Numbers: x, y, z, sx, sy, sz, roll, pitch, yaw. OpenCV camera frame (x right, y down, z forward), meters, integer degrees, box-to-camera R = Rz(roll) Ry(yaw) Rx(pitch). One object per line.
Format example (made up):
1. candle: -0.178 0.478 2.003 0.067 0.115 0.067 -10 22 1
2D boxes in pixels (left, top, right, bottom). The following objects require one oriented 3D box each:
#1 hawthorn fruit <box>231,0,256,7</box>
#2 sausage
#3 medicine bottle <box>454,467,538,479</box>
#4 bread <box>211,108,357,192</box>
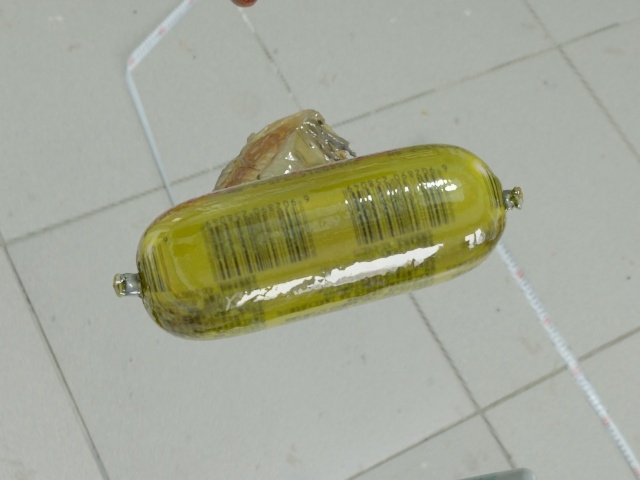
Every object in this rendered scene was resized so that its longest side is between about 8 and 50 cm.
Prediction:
1. hawthorn fruit: -0.135 -0.441 1.661 0.077 0.077 0.077 5 63 -10
2. sausage: 0.000 0.000 0.802 0.347 0.123 0.123 -13 67 -7
3. medicine bottle: 0.024 0.284 0.834 0.352 0.110 0.110 -15 64 14
4. bread: -0.091 -0.040 1.643 0.183 0.236 0.388 45 71 -24
